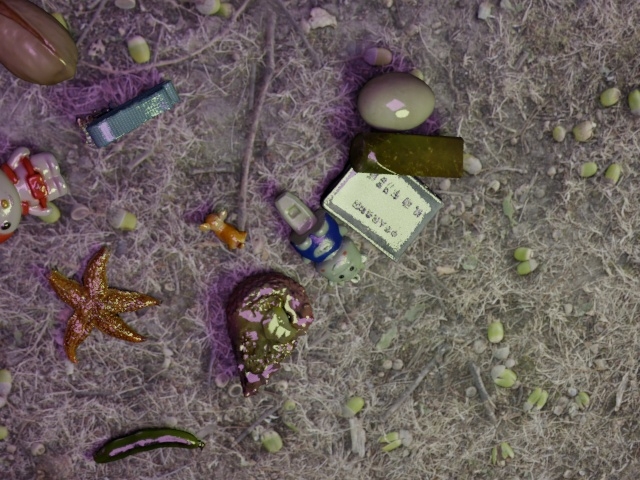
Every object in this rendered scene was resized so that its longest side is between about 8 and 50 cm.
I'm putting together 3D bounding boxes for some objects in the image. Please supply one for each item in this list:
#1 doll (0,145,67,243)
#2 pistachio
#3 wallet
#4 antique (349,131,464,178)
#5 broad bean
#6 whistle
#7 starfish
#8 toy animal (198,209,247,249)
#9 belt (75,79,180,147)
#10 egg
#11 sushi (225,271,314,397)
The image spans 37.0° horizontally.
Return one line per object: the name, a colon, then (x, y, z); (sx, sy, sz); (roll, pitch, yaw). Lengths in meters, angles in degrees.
doll: (-0.592, -0.064, 1.666); (0.290, 0.130, 0.161); (-26, 119, -21)
pistachio: (-0.492, -0.337, 1.609); (0.185, 0.124, 0.124); (38, 95, -22)
wallet: (0.121, -0.076, 1.897); (0.222, 0.036, 0.167); (38, 95, -22)
antique: (0.162, -0.161, 1.824); (0.221, 0.080, 0.081); (-1, 93, -29)
broad bean: (-0.344, 0.414, 1.933); (0.227, 0.039, 0.069); (-1, 113, -15)
whistle: (0.000, 0.000, 1.860); (0.110, 0.092, 0.244); (-37, 114, 11)
starfish: (-0.425, 0.131, 1.821); (0.227, 0.043, 0.240); (21, 104, -19)
toy animal: (-0.185, -0.020, 1.819); (0.060, 0.081, 0.083); (-42, 132, 4)
belt: (-0.341, -0.228, 1.719); (0.179, 0.100, 0.065); (-32, 112, -19)
egg: (0.143, -0.260, 1.802); (0.152, 0.114, 0.114); (-8, 109, -18)
sushi: (-0.125, 0.174, 1.880); (0.161, 0.107, 0.241); (38, 95, -18)
